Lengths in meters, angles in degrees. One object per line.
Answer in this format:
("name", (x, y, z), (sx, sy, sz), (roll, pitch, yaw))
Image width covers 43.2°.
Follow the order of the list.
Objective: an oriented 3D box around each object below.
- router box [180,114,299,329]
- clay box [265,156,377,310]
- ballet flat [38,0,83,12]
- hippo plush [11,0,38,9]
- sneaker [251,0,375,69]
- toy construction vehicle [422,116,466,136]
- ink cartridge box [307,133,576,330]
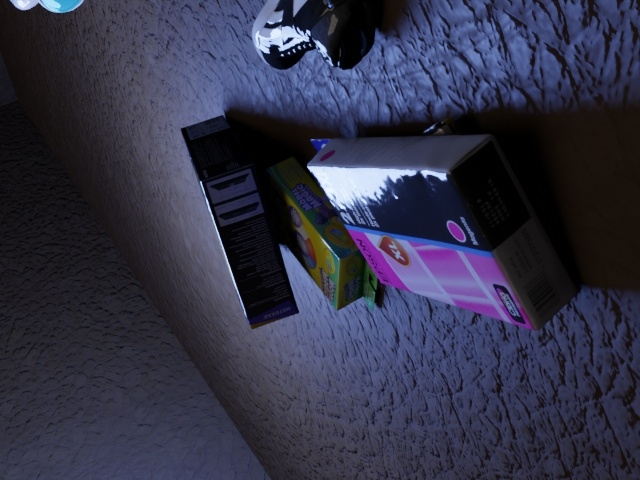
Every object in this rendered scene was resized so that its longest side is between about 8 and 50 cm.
("router box", (-0.131, -0.041, 1.260), (0.309, 0.081, 0.243), (-124, 16, -65))
("clay box", (0.000, 0.000, 1.148), (0.222, 0.053, 0.127), (52, 157, 32))
("ballet flat", (-0.486, -0.618, 1.475), (0.139, 0.139, 0.400), (50, 148, 31))
("hippo plush", (-0.636, -0.620, 1.571), (0.234, 0.236, 0.294), (6, 91, 25))
("sneaker", (-0.007, -0.220, 0.880), (0.121, 0.079, 0.217), (60, 157, 12))
("toy construction vehicle", (0.137, -0.080, 0.784), (0.086, 0.035, 0.098), (53, 163, -2))
("ink cartridge box", (0.092, -0.024, 0.853), (0.176, 0.069, 0.371), (57, 165, -19))
